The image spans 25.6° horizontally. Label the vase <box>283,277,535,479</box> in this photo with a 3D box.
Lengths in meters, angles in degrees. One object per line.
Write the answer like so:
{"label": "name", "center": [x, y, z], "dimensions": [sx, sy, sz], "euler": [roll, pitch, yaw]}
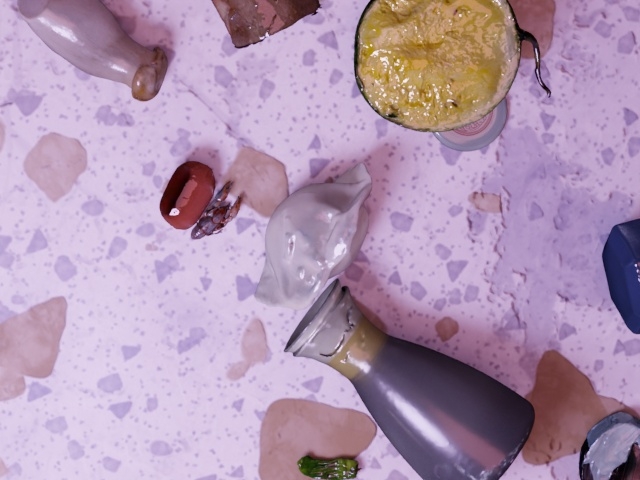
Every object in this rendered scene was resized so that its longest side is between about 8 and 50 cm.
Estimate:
{"label": "vase", "center": [0.113, 0.191, 1.862], "dimensions": [0.321, 0.173, 0.173], "euler": [39, 95, -4]}

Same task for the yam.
{"label": "yam", "center": [-0.106, -0.366, 1.762], "dimensions": [0.128, 0.129, 0.238], "euler": [-30, 101, 0]}

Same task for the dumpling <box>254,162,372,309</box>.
{"label": "dumpling", "center": [0.000, 0.000, 1.823], "dimensions": [0.124, 0.151, 0.229], "euler": [31, 94, -27]}

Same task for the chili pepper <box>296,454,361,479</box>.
{"label": "chili pepper", "center": [0.011, 0.314, 1.939], "dimensions": [0.091, 0.034, 0.030], "euler": [6, 66, -4]}

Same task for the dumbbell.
{"label": "dumbbell", "center": [0.541, 0.021, 1.866], "dimensions": [0.316, 0.143, 0.156], "euler": [-13, 100, -2]}

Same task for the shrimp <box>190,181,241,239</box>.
{"label": "shrimp", "center": [-0.135, -0.033, 1.867], "dimensions": [0.038, 0.029, 0.092], "euler": [35, 92, -8]}

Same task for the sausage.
{"label": "sausage", "center": [-0.174, -0.060, 1.845], "dimensions": [0.054, 0.059, 0.094], "euler": [23, 98, -44]}

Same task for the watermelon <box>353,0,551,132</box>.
{"label": "watermelon", "center": [0.152, -0.247, 1.800], "dimensions": [0.232, 0.127, 0.204], "euler": [-19, 100, 1]}

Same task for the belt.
{"label": "belt", "center": [0.412, 0.308, 1.950], "dimensions": [0.105, 0.058, 0.140], "euler": [15, 102, -1]}

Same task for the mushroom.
{"label": "mushroom", "center": [-0.288, -0.257, 1.784], "dimensions": [0.212, 0.097, 0.088], "euler": [36, 85, -9]}

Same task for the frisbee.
{"label": "frisbee", "center": [0.196, -0.173, 1.874], "dimensions": [0.110, 0.014, 0.110], "euler": [-1, 99, -4]}
